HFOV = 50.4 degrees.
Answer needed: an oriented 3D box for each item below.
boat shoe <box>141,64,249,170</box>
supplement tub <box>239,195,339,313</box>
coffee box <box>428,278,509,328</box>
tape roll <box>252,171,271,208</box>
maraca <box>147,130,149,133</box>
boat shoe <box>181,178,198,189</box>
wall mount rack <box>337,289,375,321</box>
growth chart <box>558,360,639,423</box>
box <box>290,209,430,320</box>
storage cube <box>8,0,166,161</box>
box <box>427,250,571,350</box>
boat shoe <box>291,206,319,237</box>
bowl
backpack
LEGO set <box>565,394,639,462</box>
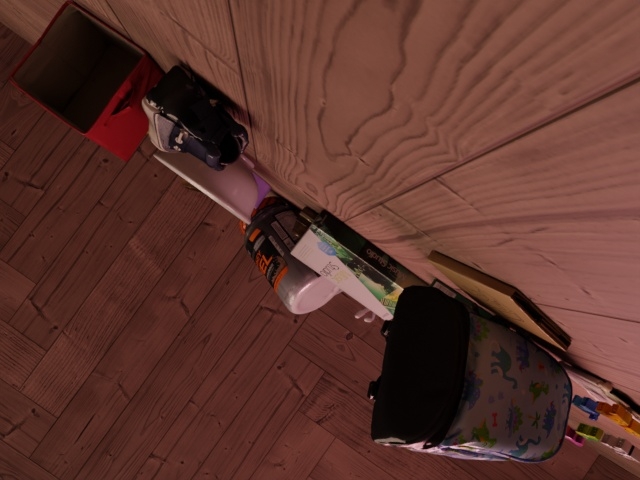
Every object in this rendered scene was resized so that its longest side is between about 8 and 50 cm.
[{"bbox_3d":[-0.211,-0.180,1.202,0.158,0.127,0.340,43,176,-1],"label":"boat shoe"},{"bbox_3d":[-0.094,0.038,2.062,0.338,0.207,0.207,52,-176,27],"label":"supplement tub"},{"bbox_3d":[0.309,0.155,1.429,0.184,0.040,0.113,34,175,20],"label":"coffee box"},{"bbox_3d":[-0.242,-0.178,1.998,0.189,0.080,0.189,35,177,2],"label":"tape roll"},{"bbox_3d":[-0.467,-0.350,1.757,0.127,0.099,0.186,24,149,14],"label":"maraca"},{"bbox_3d":[-0.345,-0.210,2.187,0.123,0.123,0.342,10,180,14],"label":"boat shoe"},{"bbox_3d":[0.168,0.224,2.348,0.304,0.130,0.350,27,169,-41],"label":"wall mount rack"},{"bbox_3d":[0.548,0.302,1.267,0.237,0.021,0.172,37,176,-24],"label":"growth chart"},{"bbox_3d":[0.091,0.071,1.705,0.322,0.058,0.232,34,156,-3],"label":"box"},{"bbox_3d":[-0.414,-0.288,1.277,0.215,0.184,0.193,35,177,9],"label":"storage cube"},{"bbox_3d":[0.274,0.090,1.063,0.164,0.021,0.201,38,177,-31],"label":"box"},{"bbox_3d":[-0.006,-0.004,1.908,0.095,0.095,0.257,33,176,37],"label":"boat shoe"},{"bbox_3d":[-0.260,-0.177,1.716,0.298,0.134,0.298,36,176,3],"label":"bowl"},{"bbox_3d":[0.286,0.272,1.233,0.273,0.290,0.355,1,155,36],"label":"backpack"},{"bbox_3d":[0.524,0.342,1.232,0.093,0.087,0.227,33,169,-7],"label":"LEGO set"}]
